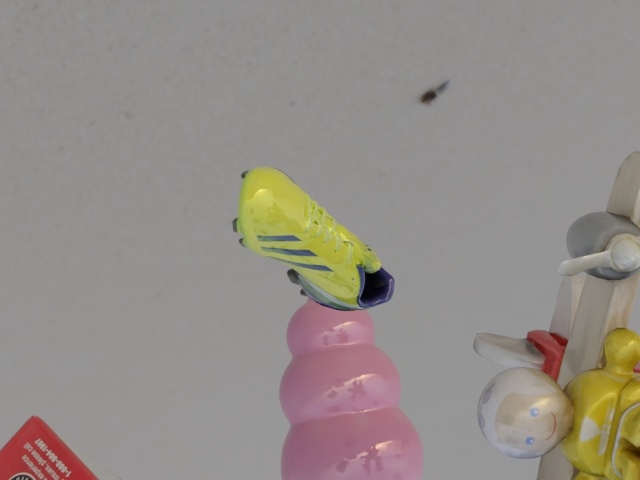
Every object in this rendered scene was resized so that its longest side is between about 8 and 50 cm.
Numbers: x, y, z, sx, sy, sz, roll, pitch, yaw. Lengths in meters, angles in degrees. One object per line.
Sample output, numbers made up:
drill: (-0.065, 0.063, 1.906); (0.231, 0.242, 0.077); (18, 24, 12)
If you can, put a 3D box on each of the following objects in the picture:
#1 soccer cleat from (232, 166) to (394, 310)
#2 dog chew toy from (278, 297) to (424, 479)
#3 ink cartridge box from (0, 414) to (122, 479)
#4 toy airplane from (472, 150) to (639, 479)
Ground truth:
soccer cleat: (0.000, -0.001, 1.228); (0.289, 0.121, 0.093); (48, 53, -59)
dog chew toy: (0.031, 0.235, 1.661); (0.207, 0.331, 0.206); (-10, 169, -2)
ink cartridge box: (-0.199, 0.282, 0.726); (0.273, 0.197, 0.114); (-48, 138, -11)
toy airplane: (0.260, 0.157, 1.149); (0.272, 0.386, 0.384); (5, 148, -29)
